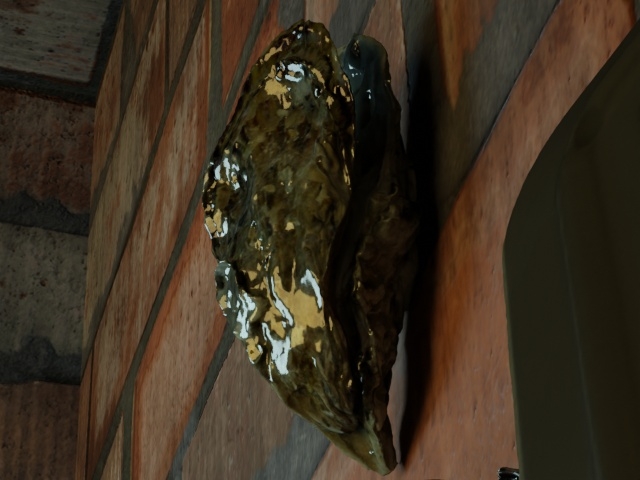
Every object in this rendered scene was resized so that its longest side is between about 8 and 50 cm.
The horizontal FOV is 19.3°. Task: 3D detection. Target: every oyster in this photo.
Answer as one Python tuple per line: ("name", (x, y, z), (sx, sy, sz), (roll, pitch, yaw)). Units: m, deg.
("oyster", (0.002, 0.003, 1.380), (0.162, 0.158, 0.351), (126, 138, -58))

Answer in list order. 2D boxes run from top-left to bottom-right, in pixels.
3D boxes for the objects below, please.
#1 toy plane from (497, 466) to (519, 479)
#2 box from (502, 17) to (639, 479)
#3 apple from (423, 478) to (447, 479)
("toy plane", (0.138, 0.121, 0.930), (0.121, 0.049, 0.031), (-8, 73, 58))
("box", (0.175, -0.045, 0.487), (0.367, 0.090, 0.373), (-53, 16, 25))
("apple", (0.050, 0.207, 0.960), (0.155, 0.182, 0.182), (69, 162, 5))
